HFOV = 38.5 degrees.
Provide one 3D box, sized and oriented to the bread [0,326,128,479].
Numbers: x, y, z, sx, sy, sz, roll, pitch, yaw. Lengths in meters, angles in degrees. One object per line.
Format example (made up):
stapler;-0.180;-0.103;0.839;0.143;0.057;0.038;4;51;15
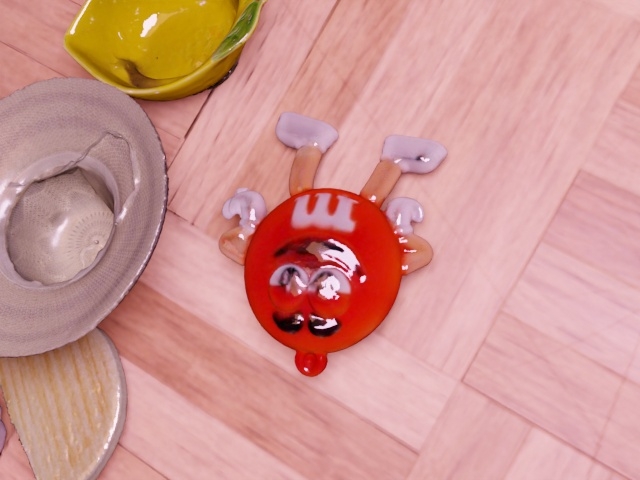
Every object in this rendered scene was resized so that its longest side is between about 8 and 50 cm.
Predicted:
bread;-0.226;0.129;0.822;0.112;0.036;0.193;-33;68;2

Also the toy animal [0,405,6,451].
toy animal;-0.377;0.159;0.843;0.181;0.131;0.127;22;53;12

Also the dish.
dish;-0.126;-0.189;0.836;0.207;0.080;0.149;-7;73;16

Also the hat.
hat;-0.223;-0.008;0.809;0.252;0.110;0.252;-7;70;18

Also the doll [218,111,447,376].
doll;0.000;0.000;0.758;0.183;0.085;0.217;14;73;17
